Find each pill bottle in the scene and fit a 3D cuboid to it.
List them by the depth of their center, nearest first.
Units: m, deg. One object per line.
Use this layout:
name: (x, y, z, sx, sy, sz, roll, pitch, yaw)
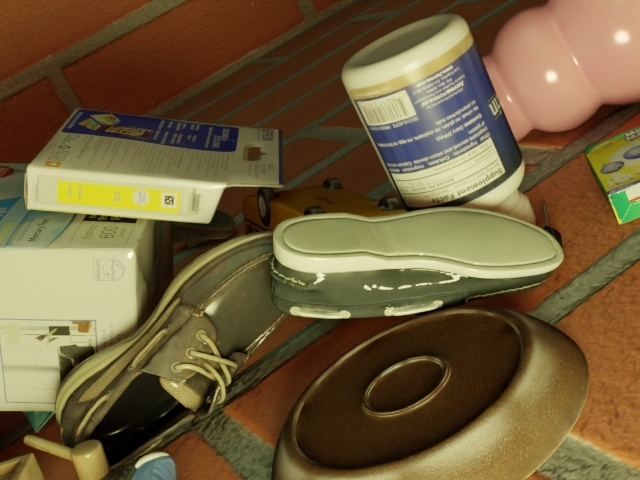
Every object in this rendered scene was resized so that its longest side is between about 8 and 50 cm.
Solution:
pill bottle: (0.143, -0.111, 1.166, 0.153, 0.264, 0.153, -23, 21, 9)

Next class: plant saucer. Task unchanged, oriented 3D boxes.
plant saucer: (0.085, 0.147, 0.917, 0.311, 0.050, 0.310, -24, 20, 10)

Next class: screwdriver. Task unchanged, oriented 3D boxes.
screwdriver: (0.256, -0.015, 1.151, 0.025, 0.024, 0.170, -53, 6, 17)

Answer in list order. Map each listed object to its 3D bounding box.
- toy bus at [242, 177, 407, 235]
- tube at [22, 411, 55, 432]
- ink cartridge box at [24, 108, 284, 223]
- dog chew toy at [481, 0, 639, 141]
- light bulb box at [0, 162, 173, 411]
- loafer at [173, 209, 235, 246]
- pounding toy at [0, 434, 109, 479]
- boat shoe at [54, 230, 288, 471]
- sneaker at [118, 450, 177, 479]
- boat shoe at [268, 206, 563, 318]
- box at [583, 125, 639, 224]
toy bus: (0.000, 0.000, 1.249, 0.108, 0.130, 0.333, -8, 13, -19)
tube: (-0.396, 0.208, 1.408, 0.080, 0.052, 0.207, -52, 30, -16)
ink cartridge box: (-0.205, -0.101, 1.356, 0.307, 0.072, 0.303, 7, 19, -5)
dog chew toy: (0.328, -0.242, 1.380, 0.332, 0.206, 0.206, -31, 17, 17)
light bulb box: (-0.395, 0.048, 1.347, 0.361, 0.225, 0.358, 1, 20, -2)
loafer: (-0.205, -0.019, 1.729, 0.148, 0.050, 0.056, 5, 37, 31)
pounding toy: (-0.309, 0.280, 1.046, 0.206, 0.094, 0.181, -18, 15, 2)
boat shoe: (-0.141, 0.137, 1.117, 0.355, 0.132, 0.130, -42, 35, 12)
sneaker: (-0.142, 0.265, 0.887, 0.081, 0.080, 0.211, -17, 30, 10)
boat shoe: (0.096, 0.029, 1.047, 0.303, 0.091, 0.114, 3, 35, -6)
box: (0.363, -0.086, 1.148, 0.105, 0.043, 0.179, -23, 18, 12)
